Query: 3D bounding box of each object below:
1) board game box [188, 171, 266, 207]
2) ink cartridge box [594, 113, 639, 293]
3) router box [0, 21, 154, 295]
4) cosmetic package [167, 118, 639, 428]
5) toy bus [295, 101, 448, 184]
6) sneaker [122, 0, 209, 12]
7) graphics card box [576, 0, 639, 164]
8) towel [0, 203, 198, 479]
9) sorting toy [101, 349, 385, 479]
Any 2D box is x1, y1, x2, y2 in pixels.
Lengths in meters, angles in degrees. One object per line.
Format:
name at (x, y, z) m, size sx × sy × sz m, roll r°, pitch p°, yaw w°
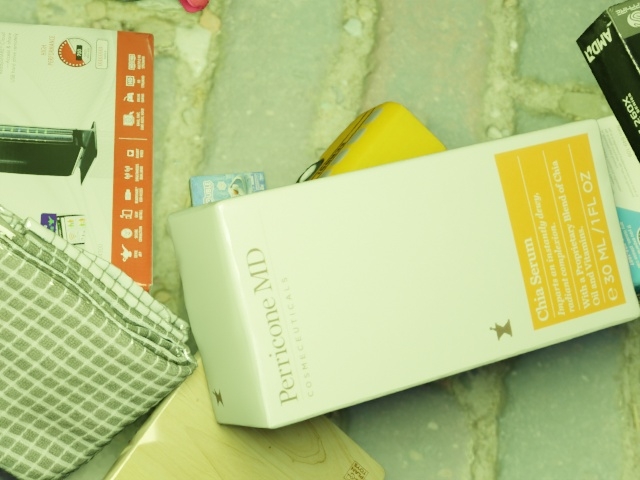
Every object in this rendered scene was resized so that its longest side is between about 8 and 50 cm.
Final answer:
board game box at (-0.106, -0.034, 1.611) m, size 0.090 × 0.020 × 0.090 m, roll -5°, pitch 76°, yaw -13°
ink cartridge box at (0.411, -0.051, 1.633) m, size 0.270 × 0.197 × 0.198 m, roll -17°, pitch 79°, yaw -16°
router box at (-0.337, -0.083, 1.505) m, size 0.301 × 0.082 × 0.335 m, roll 2°, pitch 61°, yaw -12°
cosmetic package at (0.094, 0.028, 1.434) m, size 0.453 × 0.161 × 0.230 m, roll -15°, pitch 92°, yaw -24°
toy bus at (0.000, 0.000, 1.555) m, size 0.108 × 0.130 × 0.332 m, roll 44°, pitch 70°, yaw -14°
sneaker at (-0.266, -0.343, 1.611) m, size 0.299 × 0.121 × 0.112 m, roll 4°, pitch 86°, yaw -7°
graphics card box at (0.471, -0.116, 1.510) m, size 0.233 × 0.094 × 0.371 m, roll -23°, pitch 81°, yaw -18°
towel at (-0.301, 0.111, 1.373) m, size 0.284 × 0.235 × 0.121 m, roll 37°, pitch 24°, yaw -32°
sorting toy at (-0.103, 0.273, 1.465) m, size 0.257 × 0.089 × 0.255 m, roll 44°, pitch 67°, yaw -18°
